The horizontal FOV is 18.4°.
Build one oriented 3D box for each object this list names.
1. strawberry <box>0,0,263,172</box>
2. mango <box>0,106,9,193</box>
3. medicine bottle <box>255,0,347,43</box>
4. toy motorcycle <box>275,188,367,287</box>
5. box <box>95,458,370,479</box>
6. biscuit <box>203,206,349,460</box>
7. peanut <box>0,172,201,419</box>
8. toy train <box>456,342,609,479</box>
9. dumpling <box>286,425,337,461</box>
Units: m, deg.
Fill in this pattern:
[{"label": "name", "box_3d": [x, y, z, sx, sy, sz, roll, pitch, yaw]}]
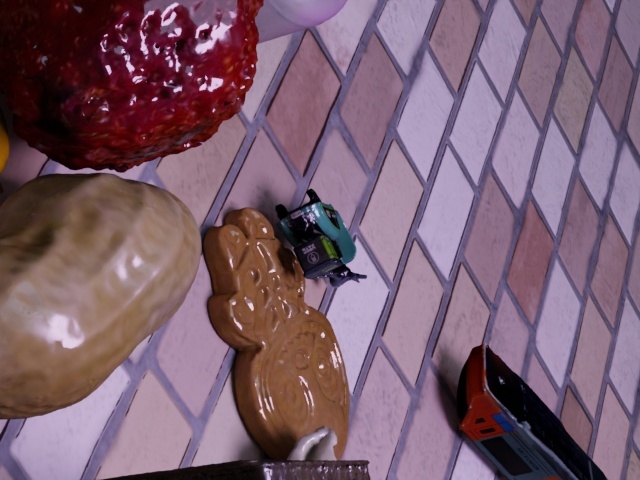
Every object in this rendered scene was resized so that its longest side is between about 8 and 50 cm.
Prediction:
[{"label": "strawberry", "box_3d": [-0.189, -0.163, 1.711, 0.274, 0.274, 0.220, 49, 58, -39]}, {"label": "mango", "box_3d": [-0.315, -0.120, 1.651, 0.187, 0.066, 0.101, 64, 28, -4]}, {"label": "medicine bottle", "box_3d": [-0.044, -0.329, 1.981, 0.241, 0.302, 0.241, 36, 47, -50]}, {"label": "toy motorcycle", "box_3d": [0.000, 0.000, 2.134, 0.100, 0.058, 0.173, 66, 9, 10]}, {"label": "box", "box_3d": [-0.107, 0.261, 1.612, 0.184, 0.273, 0.143, 11, 70, -58]}, {"label": "biscuit", "box_3d": [-0.040, 0.105, 2.053, 0.202, 0.044, 0.289, -31, 106, -61]}, {"label": "peanut", "box_3d": [-0.218, 0.047, 1.642, 0.340, 0.158, 0.174, -52, 143, -52]}, {"label": "toy train", "box_3d": [0.270, 0.271, 2.475, 0.409, 0.089, 0.086, 46, 35, -40]}, {"label": "dumpling", "box_3d": [0.002, 0.311, 1.938, 0.193, 0.147, 0.258, 87, 1, -65]}]
